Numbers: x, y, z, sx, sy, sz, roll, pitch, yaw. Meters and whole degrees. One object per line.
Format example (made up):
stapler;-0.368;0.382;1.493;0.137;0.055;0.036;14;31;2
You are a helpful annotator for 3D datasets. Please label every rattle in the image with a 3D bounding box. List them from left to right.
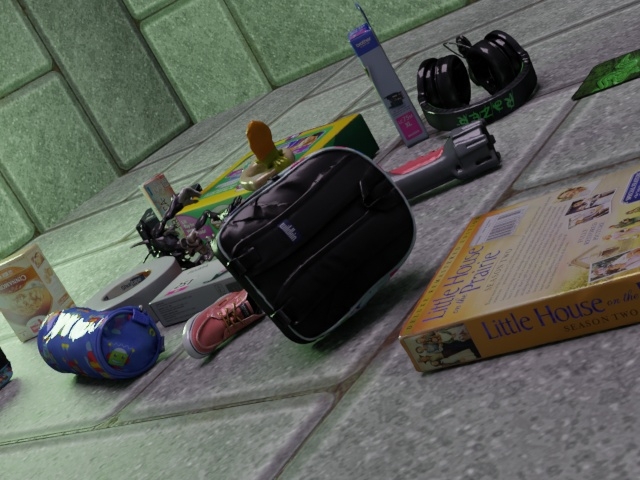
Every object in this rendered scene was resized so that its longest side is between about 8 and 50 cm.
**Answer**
rattle;-0.142;-0.183;2.187;0.130;0.143;0.199;-48;24;5

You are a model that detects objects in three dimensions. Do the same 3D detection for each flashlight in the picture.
flashlight;0.161;-0.124;1.881;0.304;0.103;0.103;-25;12;19

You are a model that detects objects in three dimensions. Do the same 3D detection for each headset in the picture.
headset;0.333;-0.333;2.275;0.244;0.185;0.394;-22;31;12

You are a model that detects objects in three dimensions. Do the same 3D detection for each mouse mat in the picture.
mouse mat;0.556;-0.318;1.978;0.153;0.007;0.189;-18;19;36

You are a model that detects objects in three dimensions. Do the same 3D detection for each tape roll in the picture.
tape roll;-0.367;0.117;2.115;0.219;0.072;0.219;-28;15;8

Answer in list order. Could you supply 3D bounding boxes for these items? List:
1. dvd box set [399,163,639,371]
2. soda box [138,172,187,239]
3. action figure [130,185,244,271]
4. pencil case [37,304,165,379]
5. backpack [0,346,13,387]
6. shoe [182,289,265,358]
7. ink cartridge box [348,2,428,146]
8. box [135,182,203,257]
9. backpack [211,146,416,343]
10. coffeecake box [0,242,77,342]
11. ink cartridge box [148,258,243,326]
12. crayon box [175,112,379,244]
dvd box set;0.323;0.007;1.220;0.421;0.062;0.307;-19;18;33
soda box;-0.347;-0.065;2.464;0.058;0.183;0.063;-33;14;-15
action figure;-0.258;-0.015;2.207;0.276;0.164;0.141;-7;36;33
pencil case;-0.391;0.174;1.870;0.306;0.119;0.133;-7;51;55
backpack;-0.743;0.278;2.190;0.173;0.116;0.158;-18;19;36
shoe;-0.149;0.123;1.702;0.081;0.063;0.178;-26;10;31
ink cartridge box;0.133;-0.363;2.312;0.065;0.311;0.186;-26;14;8
box;-0.352;-0.051;2.604;0.158;0.093;0.156;-26;15;9
backpack;0.000;0.000;1.504;0.253;0.225;0.191;-42;-1;-7
coffeecake box;-0.667;0.121;2.435;0.142;0.185;0.068;-24;15;20
ink cartridge box;-0.149;0.049;1.966;0.275;0.060;0.239;-18;19;36
crayon box;-0.097;-0.129;2.364;0.363;0.106;0.313;-14;23;41
